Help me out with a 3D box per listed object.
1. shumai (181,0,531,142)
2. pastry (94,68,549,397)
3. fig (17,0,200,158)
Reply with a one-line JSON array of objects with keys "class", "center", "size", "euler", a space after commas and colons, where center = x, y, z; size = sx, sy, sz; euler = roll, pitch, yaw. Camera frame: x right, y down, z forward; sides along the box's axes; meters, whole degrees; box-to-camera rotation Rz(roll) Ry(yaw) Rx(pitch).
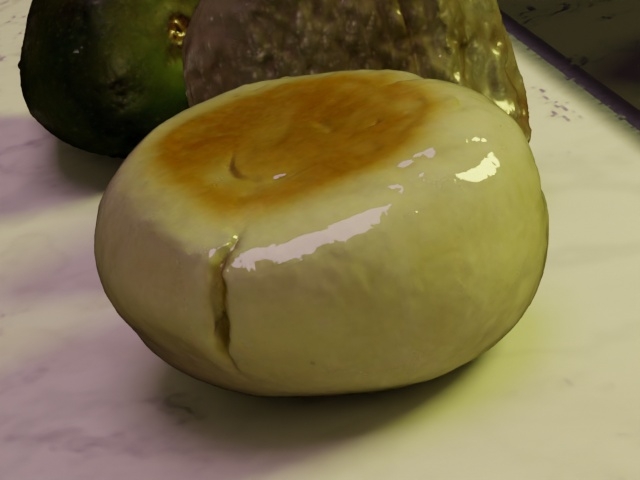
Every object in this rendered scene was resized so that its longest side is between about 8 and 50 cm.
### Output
[{"class": "shumai", "center": [0.014, -0.071, 0.785], "size": [0.145, 0.145, 0.116], "euler": [-8, 13, 7]}, {"class": "pastry", "center": [0.000, 0.000, 0.663], "size": [0.156, 0.092, 0.156], "euler": [-12, 21, 5]}, {"class": "fig", "center": [-0.100, -0.091, 0.924], "size": [0.117, 0.117, 0.177], "euler": [-20, 3, -22]}]
